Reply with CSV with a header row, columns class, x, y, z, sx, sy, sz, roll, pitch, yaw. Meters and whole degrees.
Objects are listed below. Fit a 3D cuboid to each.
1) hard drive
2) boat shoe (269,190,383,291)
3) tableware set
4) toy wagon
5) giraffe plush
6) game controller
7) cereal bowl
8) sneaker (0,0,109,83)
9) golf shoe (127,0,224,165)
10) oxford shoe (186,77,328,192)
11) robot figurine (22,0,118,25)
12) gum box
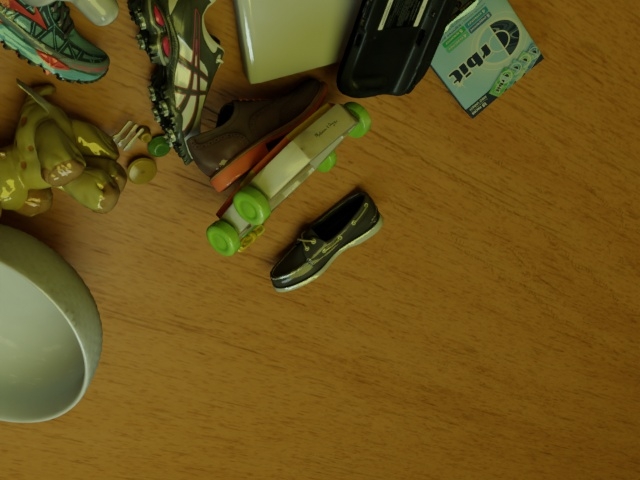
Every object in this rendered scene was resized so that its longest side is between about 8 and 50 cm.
class,x,y,z,sx,sy,sz,roll,pitch,yaw
hard drive,-0.018,-0.413,1.372,0.233,0.047,0.353,-17,129,-14
boat shoe,0.000,0.000,1.666,0.228,0.081,0.068,-37,129,-6
tableware set,-0.302,-0.113,1.474,0.154,0.024,0.104,-48,133,11
toy wagon,-0.068,-0.082,1.490,0.267,0.068,0.344,-43,-179,-35
giraffe plush,-0.398,-0.097,1.344,0.170,0.181,0.210,-38,112,14
game controller,0.127,-0.342,1.406,0.167,0.067,0.319,-7,136,-30
cereal bowl,-0.471,0.103,1.428,0.339,0.141,0.339,8,129,11
sneaker,-0.369,-0.301,1.250,0.262,0.104,0.125,29,106,-38
golf shoe,-0.188,-0.233,1.388,0.120,0.105,0.272,-20,130,-19
oxford shoe,-0.087,-0.184,1.435,0.098,0.097,0.271,50,51,-6
robot figurine,-0.336,-0.412,1.100,0.300,0.200,0.353,-44,119,0
gum box,0.259,-0.312,1.581,0.157,0.041,0.184,-41,130,8
